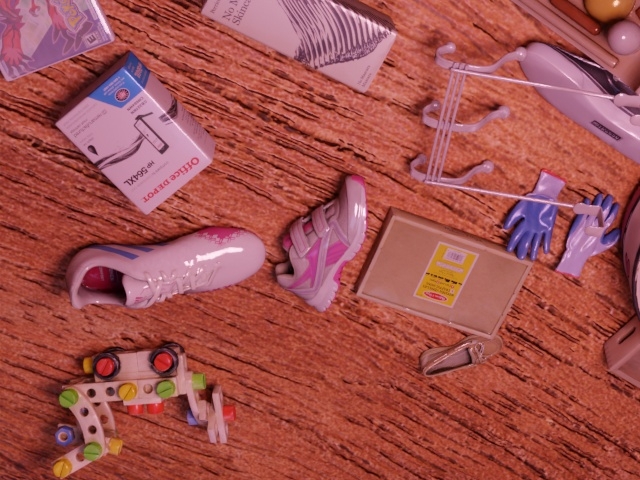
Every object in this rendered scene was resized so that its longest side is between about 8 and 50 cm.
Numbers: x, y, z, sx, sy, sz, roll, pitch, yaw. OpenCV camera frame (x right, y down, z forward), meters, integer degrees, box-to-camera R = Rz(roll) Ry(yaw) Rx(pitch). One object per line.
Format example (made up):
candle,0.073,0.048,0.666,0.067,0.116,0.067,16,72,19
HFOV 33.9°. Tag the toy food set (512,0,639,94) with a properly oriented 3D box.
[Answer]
toy food set,0.401,-0.382,1.488,0.306,0.092,0.220,40,111,14

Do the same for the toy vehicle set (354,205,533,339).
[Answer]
toy vehicle set,0.211,0.059,1.801,0.266,0.035,0.166,19,115,-13

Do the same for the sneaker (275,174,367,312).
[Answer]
sneaker,0.000,0.000,1.721,0.111,0.103,0.252,18,114,-14

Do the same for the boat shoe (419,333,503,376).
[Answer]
boat shoe,0.254,0.208,1.873,0.153,0.048,0.056,-13,118,4

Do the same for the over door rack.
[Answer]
over door rack,0.315,-0.162,1.609,0.324,0.108,0.240,18,133,9

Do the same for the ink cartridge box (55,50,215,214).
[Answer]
ink cartridge box,-0.283,-0.165,1.629,0.148,0.086,0.203,-37,113,15

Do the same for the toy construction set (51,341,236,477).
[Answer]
toy construction set,-0.312,0.291,1.827,0.327,0.151,0.215,-6,93,-9

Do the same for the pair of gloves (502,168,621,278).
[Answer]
pair of gloves,0.410,-0.023,1.762,0.198,0.023,0.159,22,103,-12

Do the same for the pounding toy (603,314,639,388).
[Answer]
pounding toy,0.603,0.185,1.867,0.130,0.100,0.141,30,123,-16

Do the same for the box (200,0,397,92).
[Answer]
box,-0.032,-0.332,1.551,0.275,0.094,0.113,22,114,-15

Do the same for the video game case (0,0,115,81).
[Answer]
video game case,-0.430,-0.357,1.556,0.183,0.023,0.201,-19,117,7

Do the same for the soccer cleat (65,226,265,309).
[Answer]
soccer cleat,-0.252,0.060,1.715,0.331,0.143,0.116,-7,118,0

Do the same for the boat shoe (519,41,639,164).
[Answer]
boat shoe,0.449,-0.230,1.635,0.301,0.108,0.102,34,79,-6

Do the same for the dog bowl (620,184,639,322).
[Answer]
dog bowl,0.682,0.000,1.720,0.407,0.150,0.408,-4,120,-7
